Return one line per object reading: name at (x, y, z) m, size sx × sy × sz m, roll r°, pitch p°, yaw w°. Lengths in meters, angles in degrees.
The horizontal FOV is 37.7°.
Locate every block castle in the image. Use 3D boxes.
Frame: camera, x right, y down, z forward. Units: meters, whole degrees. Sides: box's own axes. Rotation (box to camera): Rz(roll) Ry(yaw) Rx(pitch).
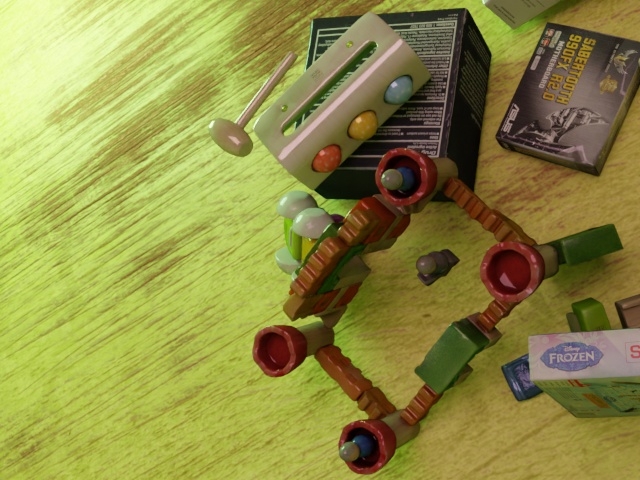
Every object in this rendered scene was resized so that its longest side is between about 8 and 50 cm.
block castle at (0.112, 0.104, 1.432) m, size 0.303 × 0.213 × 0.453 m, roll 45°, pitch 116°, yaw 20°

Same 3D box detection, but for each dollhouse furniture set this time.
dollhouse furniture set at (0.519, 0.051, 1.435) m, size 0.302 × 0.151 × 0.197 m, roll -18°, pitch 85°, yaw 1°

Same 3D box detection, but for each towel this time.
towel at (0.352, 0.203, 1.482) m, size 0.119 × 0.029 × 0.067 m, roll -29°, pitch 63°, yaw 14°

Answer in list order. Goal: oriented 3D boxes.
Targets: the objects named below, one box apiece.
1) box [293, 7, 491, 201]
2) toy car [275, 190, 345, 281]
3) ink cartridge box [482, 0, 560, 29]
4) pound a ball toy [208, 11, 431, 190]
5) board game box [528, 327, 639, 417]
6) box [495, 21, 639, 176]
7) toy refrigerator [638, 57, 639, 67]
box at (0.124, -0.230, 1.656) m, size 0.296 × 0.183 × 0.293 m, roll 3°, pitch 74°, yaw 26°
toy car at (0.000, 0.000, 1.669) m, size 0.182 × 0.136 × 0.159 m, roll -132°, pitch 38°, yaw -54°
ink cartridge box at (0.400, -0.530, 1.624) m, size 0.273 × 0.115 × 0.198 m, roll -30°, pitch 55°, yaw 32°
pound a ball toy at (0.009, -0.209, 1.482) m, size 0.319 × 0.208 × 0.135 m, roll -44°, pitch 61°, yaw 6°
board game box at (0.474, 0.181, 1.263) m, size 0.318 × 0.319 × 0.065 m, roll -6°, pitch 69°, yaw 23°
box at (0.427, -0.242, 1.586) m, size 0.183 × 0.056 × 0.231 m, roll 22°, pitch 83°, yaw 31°
toy refrigerator at (0.632, -0.366, 1.508) m, size 0.102 × 0.094 × 0.269 m, roll 33°, pitch 89°, yaw 31°
